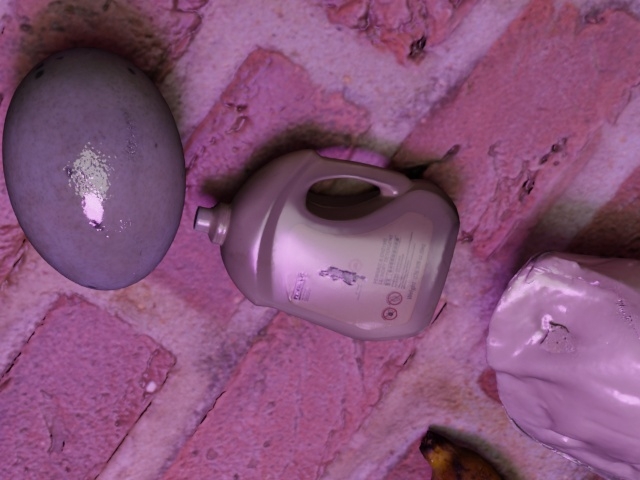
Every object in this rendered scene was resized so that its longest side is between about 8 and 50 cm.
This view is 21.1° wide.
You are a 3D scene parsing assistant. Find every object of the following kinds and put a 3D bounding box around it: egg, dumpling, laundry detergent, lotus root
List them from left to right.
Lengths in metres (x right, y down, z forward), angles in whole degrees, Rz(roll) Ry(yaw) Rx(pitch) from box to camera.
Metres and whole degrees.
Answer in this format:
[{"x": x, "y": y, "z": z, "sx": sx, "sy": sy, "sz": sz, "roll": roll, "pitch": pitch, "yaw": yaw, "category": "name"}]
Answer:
[{"x": -0.211, "y": -0.066, "z": 1.615, "sx": 0.169, "sy": 0.169, "sz": 0.237, "roll": -5, "pitch": 115, "yaw": -2, "category": "egg"}, {"x": 0.000, "y": 0.000, "z": 1.710, "sx": 0.253, "sy": 0.091, "sz": 0.181, "roll": 13, "pitch": 113, "yaw": -11, "category": "laundry detergent"}, {"x": 0.164, "y": 0.293, "z": 1.876, "sx": 0.108, "sy": 0.094, "sz": 0.191, "roll": -34, "pitch": 114, "yaw": -27, "category": "lotus root"}, {"x": 0.324, "y": 0.150, "z": 1.773, "sx": 0.341, "sy": 0.181, "sz": 0.260, "roll": 7, "pitch": 128, "yaw": -33, "category": "dumpling"}]
